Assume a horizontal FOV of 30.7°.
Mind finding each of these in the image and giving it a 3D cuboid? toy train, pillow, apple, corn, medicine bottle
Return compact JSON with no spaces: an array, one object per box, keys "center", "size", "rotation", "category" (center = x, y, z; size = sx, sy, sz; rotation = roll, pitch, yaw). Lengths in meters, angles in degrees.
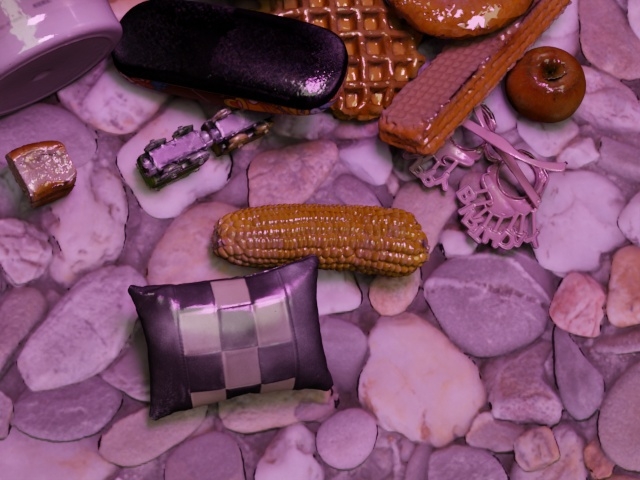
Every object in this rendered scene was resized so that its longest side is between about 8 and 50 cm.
[{"center":[-0.152,-0.132,1.556],"size":[0.202,0.081,0.060],"rotation":[-28,89,-23],"category":"toy train"},{"center":[-0.113,0.124,1.502],"size":[0.249,0.106,0.186],"rotation":[-8,102,-11],"category":"pillow"},{"center":[0.321,-0.218,1.670],"size":[0.114,0.102,0.099],"rotation":[-5,69,-6],"category":"apple"},{"center":[0.000,0.000,1.560],"size":[0.291,0.101,0.101],"rotation":[0,81,-10],"category":"corn"},{"center":[-0.398,-0.300,1.440],"size":[0.238,0.238,0.232],"rotation":[-30,89,-16],"category":"medicine bottle"}]

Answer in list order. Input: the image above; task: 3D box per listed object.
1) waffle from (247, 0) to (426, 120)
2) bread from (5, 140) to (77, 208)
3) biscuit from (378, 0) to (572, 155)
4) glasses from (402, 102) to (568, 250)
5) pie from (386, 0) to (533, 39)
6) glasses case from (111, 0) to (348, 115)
[{"center":[0.020,-0.270,1.628],"size":[0.249,0.056,0.253],"rotation":[-38,92,-16],"category":"waffle"},{"center":[-0.356,-0.089,1.497],"size":[0.070,0.083,0.077],"rotation":[-27,88,-19],"category":"bread"},{"center":[0.223,-0.261,1.635],"size":[0.379,0.094,0.054],"rotation":[-48,134,-22],"category":"biscuit"},{"center":[0.233,-0.096,1.631],"size":[0.255,0.095,0.162],"rotation":[44,79,0],"category":"glasses"},{"center":[0.193,-0.390,1.644],"size":[0.273,0.069,0.273],"rotation":[3,53,-4],"category":"pie"},{"center":[-0.121,-0.242,1.531],"size":[0.321,0.082,0.122],"rotation":[12,68,14],"category":"glasses case"}]
